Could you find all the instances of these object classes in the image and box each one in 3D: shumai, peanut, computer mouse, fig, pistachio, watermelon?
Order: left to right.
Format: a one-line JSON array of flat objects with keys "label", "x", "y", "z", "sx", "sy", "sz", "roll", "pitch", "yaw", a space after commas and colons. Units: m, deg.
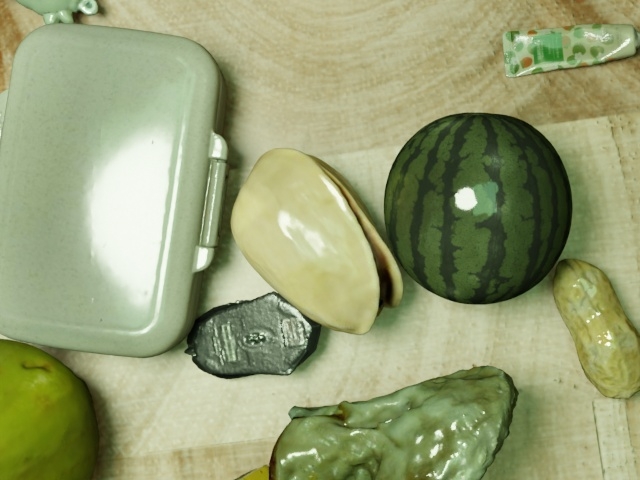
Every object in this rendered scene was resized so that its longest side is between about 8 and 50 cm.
[{"label": "fig", "x": -0.371, "y": 0.233, "z": 0.937, "sx": 0.239, "sy": 0.271, "sz": 0.239, "roll": 1, "pitch": 106, "yaw": 3}, {"label": "computer mouse", "x": -0.078, "y": 0.114, "z": 1.031, "sx": 0.172, "sy": 0.057, "sz": 0.099, "roll": -11, "pitch": 88, "yaw": 15}, {"label": "pistachio", "x": 0.000, "y": 0.000, "z": 0.977, "sx": 0.157, "sy": 0.157, "sz": 0.229, "roll": -39, "pitch": 81, "yaw": 1}, {"label": "shumai", "x": 0.074, "y": 0.211, "z": 0.940, "sx": 0.204, "sy": 0.222, "sz": 0.272, "roll": 40, "pitch": 99, "yaw": 9}, {"label": "watermelon", "x": 0.172, "y": -0.034, "z": 0.945, "sx": 0.212, "sy": 0.212, "sz": 0.212, "roll": 0, "pitch": 87, "yaw": 4}, {"label": "peanut", "x": 0.319, "y": 0.099, "z": 0.989, "sx": 0.080, "sy": 0.080, "sz": 0.174, "roll": -25, "pitch": 86, "yaw": 2}]

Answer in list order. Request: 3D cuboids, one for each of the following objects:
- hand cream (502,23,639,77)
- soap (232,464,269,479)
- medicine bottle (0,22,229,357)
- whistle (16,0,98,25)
[{"label": "hand cream", "x": 0.303, "y": -0.232, "z": 1.035, "sx": 0.165, "sy": 0.037, "sz": 0.057, "roll": -5, "pitch": 87, "yaw": 10}, {"label": "soap", "x": -0.157, "y": 0.347, "z": 0.971, "sx": 0.257, "sy": 0.160, "sz": 0.080, "roll": -29, "pitch": 84, "yaw": 1}, {"label": "medicine bottle", "x": -0.250, "y": -0.058, "z": 1.015, "sx": 0.282, "sy": 0.123, "sz": 0.375, "roll": 8, "pitch": 87, "yaw": 6}, {"label": "whistle", "x": -0.374, "y": -0.351, "z": 1.051, "sx": 0.253, "sy": 0.106, "sz": 0.101, "roll": 36, "pitch": 59, "yaw": -2}]
